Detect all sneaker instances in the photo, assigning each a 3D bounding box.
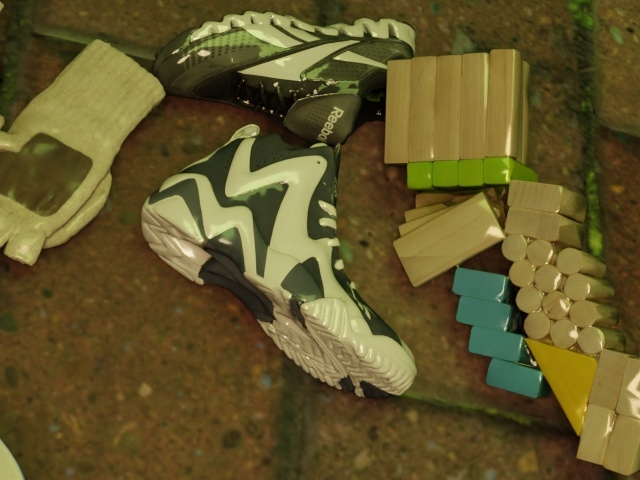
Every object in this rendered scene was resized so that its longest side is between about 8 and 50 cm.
[{"bbox_3d":[0.000,0.000,1.047,0.235,0.094,0.153,33,63,15],"label":"sneaker"},{"bbox_3d":[-0.016,-0.124,1.129,0.234,0.078,0.106,-4,59,-24],"label":"sneaker"}]

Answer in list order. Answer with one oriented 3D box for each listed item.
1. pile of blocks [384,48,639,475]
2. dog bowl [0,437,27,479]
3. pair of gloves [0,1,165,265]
[{"bbox_3d":[0.157,0.018,1.102,0.112,0.149,0.362,13,53,-66],"label":"pile of blocks"},{"bbox_3d":[-0.270,0.208,0.757,0.264,0.104,0.265,-4,44,4],"label":"dog bowl"},{"bbox_3d":[-0.259,-0.094,1.049,0.240,0.042,0.204,27,58,0],"label":"pair of gloves"}]
